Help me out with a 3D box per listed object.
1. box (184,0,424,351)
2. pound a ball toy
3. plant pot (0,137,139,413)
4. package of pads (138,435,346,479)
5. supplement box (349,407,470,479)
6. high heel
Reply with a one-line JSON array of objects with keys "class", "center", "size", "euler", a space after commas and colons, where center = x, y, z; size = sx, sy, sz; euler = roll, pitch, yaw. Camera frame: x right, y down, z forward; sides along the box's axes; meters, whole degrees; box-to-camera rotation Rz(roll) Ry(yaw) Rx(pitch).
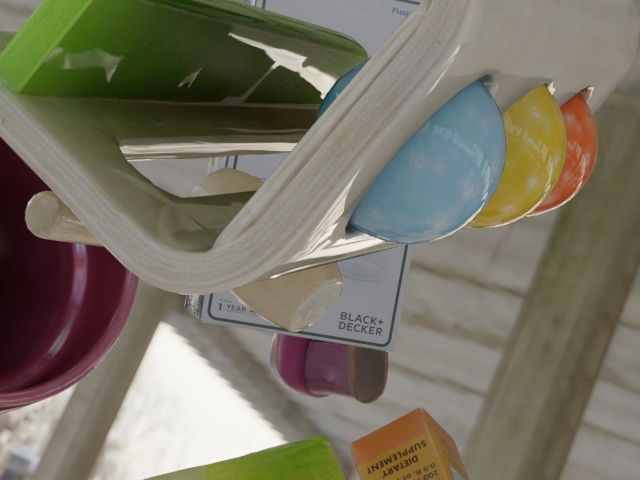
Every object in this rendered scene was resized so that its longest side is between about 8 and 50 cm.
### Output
[{"class": "box", "center": [-0.001, -0.067, 1.406], "size": [0.169, 0.290, 0.087], "euler": [9, 2, -13]}, {"class": "pound a ball toy", "center": [0.004, -0.030, 0.583], "size": [0.136, 0.208, 0.319], "euler": [43, 15, 12]}, {"class": "plant pot", "center": [-0.231, 0.011, 0.973], "size": [0.201, 0.201, 0.180], "euler": [33, -32, -27]}, {"class": "package of pads", "center": [-0.073, 0.311, 1.575], "size": [0.296, 0.229, 0.101], "euler": [-10, -20, -46]}, {"class": "supplement box", "center": [0.101, 0.256, 1.400], "size": [0.078, 0.233, 0.080], "euler": [-28, -36, 9]}, {"class": "high heel", "center": [0.000, 0.000, 2.022], "size": [0.127, 0.377, 0.181], "euler": [2, 4, -42]}]
